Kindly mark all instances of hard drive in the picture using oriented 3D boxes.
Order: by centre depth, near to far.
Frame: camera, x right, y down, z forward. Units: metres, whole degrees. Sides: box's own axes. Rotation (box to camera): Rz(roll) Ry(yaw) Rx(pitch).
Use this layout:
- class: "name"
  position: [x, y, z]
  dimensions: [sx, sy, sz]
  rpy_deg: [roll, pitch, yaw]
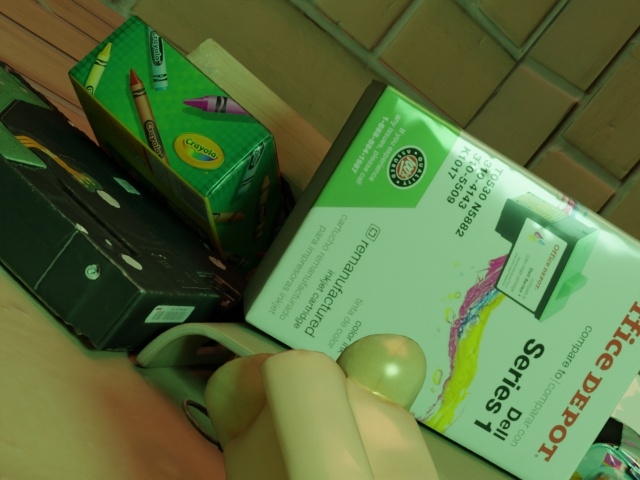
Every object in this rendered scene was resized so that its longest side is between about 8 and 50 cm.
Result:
- class: "hard drive"
  position: [-0.219, -0.043, 0.920]
  dimensions: [0.339, 0.064, 0.237]
  rpy_deg: [42, 9, 15]

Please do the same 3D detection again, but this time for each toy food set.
- class: "toy food set"
  position: [0.026, 0.162, 0.865]
  dimensions: [0.306, 0.092, 0.220]
  rpy_deg: [33, 6, 18]

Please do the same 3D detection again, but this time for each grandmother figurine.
- class: "grandmother figurine"
  position: [0.023, 0.172, 0.483]
  dimensions: [0.342, 0.208, 0.104]
  rpy_deg: [-115, -170, -56]

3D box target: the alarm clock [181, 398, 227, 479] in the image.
- class: "alarm clock"
  position: [-0.015, 0.163, 0.691]
  dimensions: [0.192, 0.064, 0.129]
  rpy_deg: [44, 9, 12]

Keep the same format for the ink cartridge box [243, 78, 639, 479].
- class: "ink cartridge box"
  position: [0.109, 0.035, 0.892]
  dimensions: [0.278, 0.201, 0.117]
  rpy_deg: [31, 6, -8]

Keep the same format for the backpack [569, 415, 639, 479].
- class: "backpack"
  position: [0.264, 0.268, 0.995]
  dimensions: [0.188, 0.166, 0.144]
  rpy_deg: [35, 18, -1]

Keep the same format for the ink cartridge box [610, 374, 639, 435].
- class: "ink cartridge box"
  position: [0.291, 0.233, 1.165]
  dimensions: [0.160, 0.092, 0.219]
  rpy_deg: [39, -31, -5]

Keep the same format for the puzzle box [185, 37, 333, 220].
- class: "puzzle box"
  position: [0.000, 0.000, 1.179]
  dimensions: [0.272, 0.052, 0.409]
  rpy_deg: [44, -13, 25]

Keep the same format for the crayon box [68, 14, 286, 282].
- class: "crayon box"
  position: [-0.118, -0.060, 1.054]
  dimensions: [0.165, 0.081, 0.278]
  rpy_deg: [42, -15, 15]
